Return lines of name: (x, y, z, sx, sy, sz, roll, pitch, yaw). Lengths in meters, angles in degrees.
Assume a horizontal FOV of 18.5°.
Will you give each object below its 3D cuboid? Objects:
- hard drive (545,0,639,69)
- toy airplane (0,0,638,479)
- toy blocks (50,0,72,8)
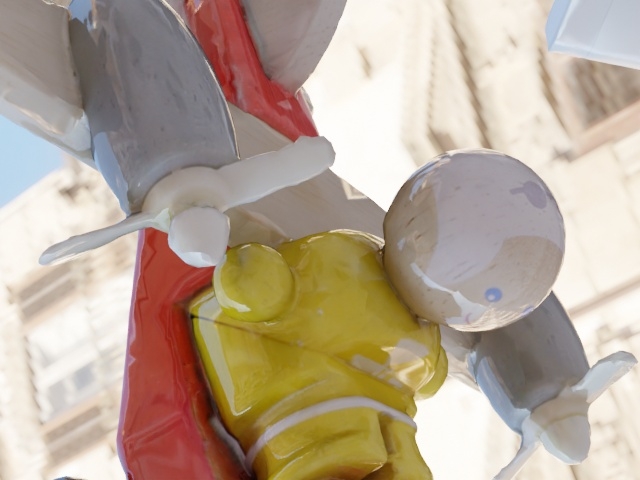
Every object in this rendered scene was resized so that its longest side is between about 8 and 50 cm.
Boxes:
hard drive: (0.340, -0.193, 1.413, 0.307, 0.203, 0.040, 10, -138, -9)
toy airplane: (0.000, 0.000, 0.983, 0.386, 0.272, 0.384, -41, -69, -55)
toy blocks: (-0.236, -0.332, 1.248, 0.309, 0.260, 0.288, 26, -174, -47)
